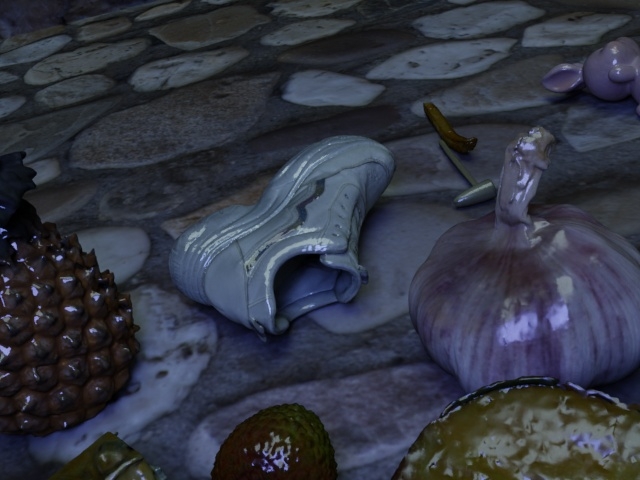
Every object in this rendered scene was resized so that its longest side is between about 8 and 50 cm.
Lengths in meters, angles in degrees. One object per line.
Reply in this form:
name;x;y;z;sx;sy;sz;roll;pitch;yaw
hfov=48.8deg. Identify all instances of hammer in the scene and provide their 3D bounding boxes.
hammer;0.201;-0.105;1.060;0.060;0.028;0.195;-20;31;1

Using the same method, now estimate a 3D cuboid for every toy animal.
toy animal;0.466;-0.276;1.129;0.212;0.124;0.124;21;47;35

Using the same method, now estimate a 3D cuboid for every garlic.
garlic;0.206;0.015;0.691;0.244;0.253;0.245;-7;26;4

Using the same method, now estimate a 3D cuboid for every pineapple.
pineapple;-0.344;0.029;0.751;0.222;0.358;0.223;-11;34;8

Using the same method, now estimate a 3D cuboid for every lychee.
lychee;-0.038;0.203;0.618;0.114;0.114;0.146;-4;21;12

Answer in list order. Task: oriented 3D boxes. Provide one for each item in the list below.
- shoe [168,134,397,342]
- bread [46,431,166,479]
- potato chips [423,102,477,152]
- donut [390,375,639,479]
shoe;0.000;0.000;0.890;0.342;0.132;0.210;-35;44;-23
bread;-0.252;0.282;0.601;0.269;0.098;0.087;-38;0;-31
potato chips;0.208;-0.184;1.158;0.026;0.037;0.204;-7;28;-8
donut;0.182;0.229;0.497;0.271;0.107;0.272;-17;39;14
